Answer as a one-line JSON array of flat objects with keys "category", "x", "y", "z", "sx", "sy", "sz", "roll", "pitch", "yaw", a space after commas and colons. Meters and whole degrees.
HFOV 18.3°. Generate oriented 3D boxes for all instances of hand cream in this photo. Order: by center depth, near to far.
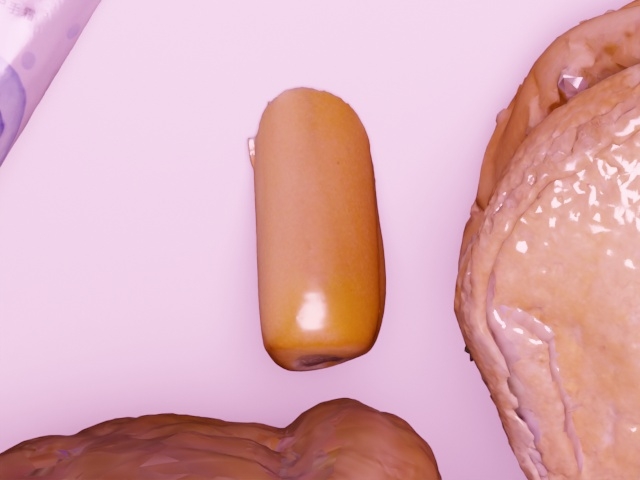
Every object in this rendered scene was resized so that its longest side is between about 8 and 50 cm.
[{"category": "hand cream", "x": -0.133, "y": -0.063, "z": 0.719, "sx": 0.084, "sy": 0.053, "sz": 0.142, "roll": 22, "pitch": 104, "yaw": -17}]

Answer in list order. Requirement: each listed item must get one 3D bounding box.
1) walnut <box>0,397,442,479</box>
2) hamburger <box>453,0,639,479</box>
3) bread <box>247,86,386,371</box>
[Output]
[{"category": "walnut", "x": -0.032, "y": 0.199, "z": 0.723, "sx": 0.333, "sy": 0.333, "sz": 0.332, "roll": -3, "pitch": 120, "yaw": -5}, {"category": "hamburger", "x": 0.175, "y": 0.006, "z": 0.742, "sx": 0.243, "sy": 0.146, "sz": 0.286, "roll": 22, "pitch": 121, "yaw": -11}, {"category": "bread", "x": 0.000, "y": -0.001, "z": 0.772, "sx": 0.049, "sy": 0.103, "sz": 0.062, "roll": -4, "pitch": 164, "yaw": 7}]
